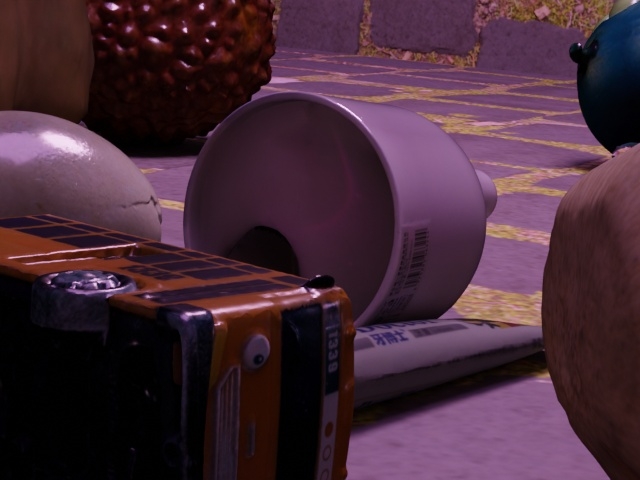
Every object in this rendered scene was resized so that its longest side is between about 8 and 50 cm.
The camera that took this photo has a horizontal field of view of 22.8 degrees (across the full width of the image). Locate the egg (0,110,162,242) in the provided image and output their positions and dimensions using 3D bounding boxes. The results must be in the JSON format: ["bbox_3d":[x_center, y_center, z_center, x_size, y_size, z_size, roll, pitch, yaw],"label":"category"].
[{"bbox_3d":[-0.162,-0.013,0.861,0.152,0.114,0.114,7,10,-11],"label":"egg"}]

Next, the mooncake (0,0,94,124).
[{"bbox_3d":[-0.424,-0.194,1.309,0.467,0.262,0.467,-3,8,0],"label":"mooncake"}]

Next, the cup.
[{"bbox_3d":[0.010,0.005,0.869,0.134,0.173,0.142,44,23,24],"label":"cup"}]

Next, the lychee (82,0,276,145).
[{"bbox_3d":[-0.179,-0.232,1.628,0.276,0.275,0.304,9,22,28],"label":"lychee"}]

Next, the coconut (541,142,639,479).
[{"bbox_3d":[0.196,0.026,0.566,0.224,0.224,0.224,4,10,-1],"label":"coconut"}]

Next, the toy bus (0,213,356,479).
[{"bbox_3d":[-0.081,0.050,0.601,0.114,0.098,0.201,-7,13,-44],"label":"toy bus"}]

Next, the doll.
[{"bbox_3d":[0.409,-0.158,1.683,0.322,0.186,0.198,13,-34,-11],"label":"doll"}]

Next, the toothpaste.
[{"bbox_3d":[0.045,0.057,0.786,0.067,0.037,0.255,1,3,36],"label":"toothpaste"}]

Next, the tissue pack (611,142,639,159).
[{"bbox_3d":[0.268,-0.004,1.018,0.170,0.103,0.090,12,20,41],"label":"tissue pack"}]
